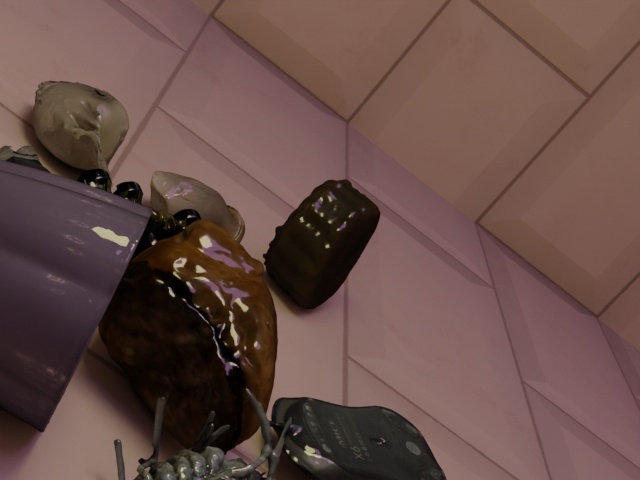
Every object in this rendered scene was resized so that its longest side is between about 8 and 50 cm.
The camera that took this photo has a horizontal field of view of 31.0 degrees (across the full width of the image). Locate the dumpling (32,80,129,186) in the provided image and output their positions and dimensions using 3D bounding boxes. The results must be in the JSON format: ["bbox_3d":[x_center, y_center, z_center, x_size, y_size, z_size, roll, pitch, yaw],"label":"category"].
[{"bbox_3d":[-0.374,-0.168,1.846,0.247,0.142,0.172,50,-16,48],"label":"dumpling"}]

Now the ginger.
[{"bbox_3d":[-0.146,0.120,1.437,0.269,0.200,0.223,45,36,10],"label":"ginger"}]

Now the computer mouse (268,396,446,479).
[{"bbox_3d":[0.019,0.291,1.576,0.379,0.090,0.167,22,24,-33],"label":"computer mouse"}]

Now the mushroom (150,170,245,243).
[{"bbox_3d":[-0.210,-0.053,1.931,0.097,0.088,0.212,13,-8,37],"label":"mushroom"}]

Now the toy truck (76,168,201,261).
[{"bbox_3d":[-0.256,0.009,1.621,0.257,0.127,0.127,20,33,-50],"label":"toy truck"}]

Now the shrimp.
[{"bbox_3d":[-0.144,0.271,1.188,0.221,0.166,0.410,33,26,23],"label":"shrimp"}]

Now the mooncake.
[{"bbox_3d":[0.000,0.000,2.021,0.124,0.228,0.228,37,16,15],"label":"mooncake"}]

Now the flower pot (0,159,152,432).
[{"bbox_3d":[-0.339,0.033,1.219,0.243,0.265,0.265,26,19,-6],"label":"flower pot"}]

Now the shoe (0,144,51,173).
[{"bbox_3d":[-0.411,-0.075,1.596,0.099,0.071,0.169,44,14,0],"label":"shoe"}]
